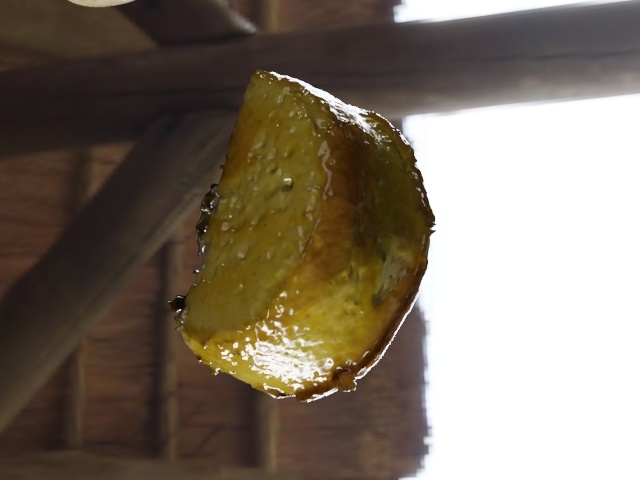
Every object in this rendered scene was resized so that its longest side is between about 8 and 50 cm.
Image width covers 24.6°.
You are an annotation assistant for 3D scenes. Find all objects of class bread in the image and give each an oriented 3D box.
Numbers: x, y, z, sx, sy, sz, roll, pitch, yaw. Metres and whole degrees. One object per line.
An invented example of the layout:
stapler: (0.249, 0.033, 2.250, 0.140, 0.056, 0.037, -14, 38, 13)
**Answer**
bread: (0.003, -0.003, 1.177, 0.160, 0.147, 0.261, 31, -108, -43)

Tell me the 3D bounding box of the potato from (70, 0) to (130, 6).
potato: (-0.186, -0.250, 1.241, 0.147, 0.112, 0.112, 154, 114, -71)
